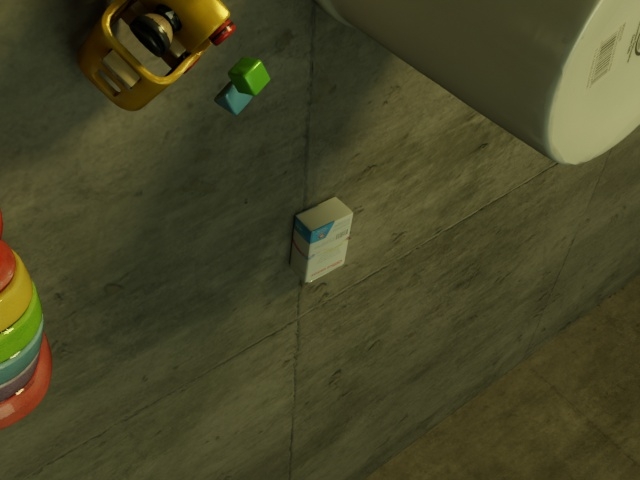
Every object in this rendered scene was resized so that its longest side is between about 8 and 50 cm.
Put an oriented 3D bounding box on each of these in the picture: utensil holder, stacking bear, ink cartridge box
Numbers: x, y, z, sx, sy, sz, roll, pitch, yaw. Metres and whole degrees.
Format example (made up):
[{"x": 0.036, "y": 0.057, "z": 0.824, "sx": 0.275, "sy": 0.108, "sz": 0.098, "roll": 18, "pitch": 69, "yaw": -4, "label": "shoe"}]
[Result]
[{"x": 0.217, "y": -0.315, "z": 0.894, "sx": 0.327, "sy": 0.385, "sz": 0.328, "roll": -32, "pitch": 146, "yaw": -24, "label": "utensil holder"}, {"x": -0.381, "y": 0.055, "z": 0.831, "sx": 0.175, "sy": 0.164, "sz": 0.289, "roll": -24, "pitch": 138, "yaw": -33, "label": "stacking bear"}, {"x": 0.000, "y": 0.000, "z": 1.317, "sx": 0.088, "sy": 0.052, "sz": 0.123, "roll": -25, "pitch": 142, "yaw": -30, "label": "ink cartridge box"}]

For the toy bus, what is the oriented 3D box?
[{"x": -0.163, "y": -0.191, "z": 0.750, "sx": 0.104, "sy": 0.190, "sz": 0.202, "roll": -53, "pitch": 153, "yaw": -21, "label": "toy bus"}]
